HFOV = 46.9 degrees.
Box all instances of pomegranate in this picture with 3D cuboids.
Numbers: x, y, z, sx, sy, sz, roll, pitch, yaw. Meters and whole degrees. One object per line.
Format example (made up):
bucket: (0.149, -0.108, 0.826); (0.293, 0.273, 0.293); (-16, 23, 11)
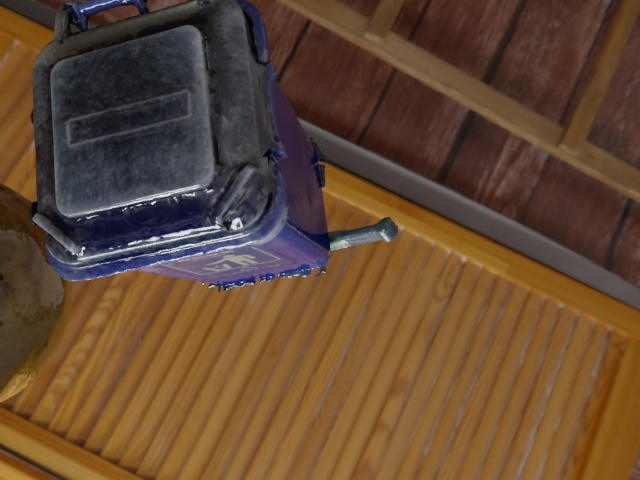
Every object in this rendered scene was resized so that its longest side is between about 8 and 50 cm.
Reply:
pomegranate: (-0.413, 0.058, 0.796); (0.307, 0.307, 0.307); (-64, 178, -5)

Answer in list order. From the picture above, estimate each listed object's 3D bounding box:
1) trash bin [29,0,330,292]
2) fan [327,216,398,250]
trash bin: (-0.080, -0.055, 0.529); (0.234, 0.162, 0.184); (38, 43, -70)
fan: (0.000, 0.000, 0.634); (0.193, 0.016, 0.038); (-11, -138, 54)
